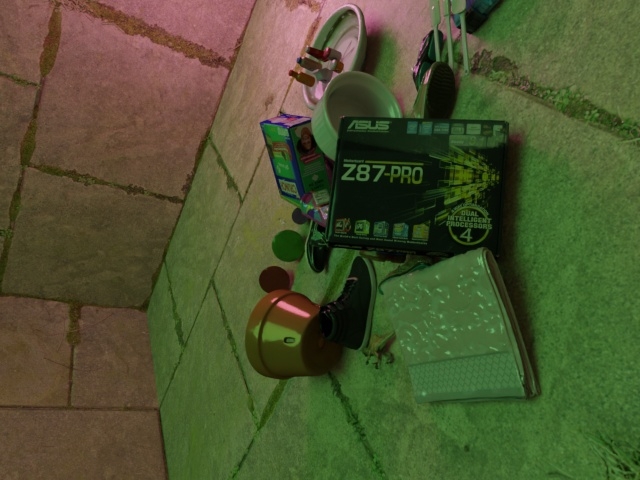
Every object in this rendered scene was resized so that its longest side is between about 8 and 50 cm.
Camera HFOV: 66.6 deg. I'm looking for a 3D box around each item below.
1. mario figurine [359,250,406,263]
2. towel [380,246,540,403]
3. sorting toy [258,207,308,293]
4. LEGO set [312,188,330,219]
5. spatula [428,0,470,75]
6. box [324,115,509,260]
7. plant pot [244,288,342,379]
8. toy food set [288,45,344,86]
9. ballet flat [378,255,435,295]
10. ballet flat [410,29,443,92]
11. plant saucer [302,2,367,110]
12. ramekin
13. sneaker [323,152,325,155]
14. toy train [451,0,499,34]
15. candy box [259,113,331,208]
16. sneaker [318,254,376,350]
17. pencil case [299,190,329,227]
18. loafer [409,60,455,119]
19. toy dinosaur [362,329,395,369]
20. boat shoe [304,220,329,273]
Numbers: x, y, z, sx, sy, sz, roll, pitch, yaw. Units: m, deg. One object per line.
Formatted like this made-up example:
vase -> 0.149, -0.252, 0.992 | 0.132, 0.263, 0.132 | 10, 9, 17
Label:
mario figurine -> 0.182, -0.105, 1.323 | 0.170, 0.198, 0.320 | 11, 93, 24
towel -> 0.291, 0.207, 1.103 | 0.332, 0.053, 0.316 | -28, 75, 51
sorting toy -> -0.132, 0.034, 1.937 | 0.126, 0.127, 0.365 | -81, 13, -80
LEGO set -> 0.088, -0.104, 1.543 | 0.244, 0.183, 0.060 | -112, 6, -56
spatula -> 0.347, -0.557, 1.313 | 0.168, 0.019, 0.242 | -161, 61, -65
box -> 0.225, -0.125, 1.153 | 0.097, 0.395, 0.318 | 46, -129, -73
plant pot -> -0.065, 0.311, 1.549 | 0.203, 0.291, 0.290 | 4, 82, 42
toy food set -> -0.016, -0.638, 1.763 | 0.232, 0.105, 0.111 | 11, 89, 59
ballet flat -> 0.237, 0.090, 1.330 | 0.206, 0.073, 0.067 | -35, 23, 45
ballet flat -> 0.304, -0.516, 1.425 | 0.074, 0.074, 0.203 | 7, 79, 59
plant saucer -> 0.071, -0.670, 1.833 | 0.400, 0.101, 0.400 | -29, 55, 52
ramekin -> 0.106, -0.364, 1.506 | 0.135, 0.277, 0.277 | -29, 55, 60
sneaker -> 0.020, -0.390, 1.735 | 0.319, 0.131, 0.112 | -17, 67, 54
toy train -> 0.420, -0.640, 1.277 | 0.184, 0.080, 0.105 | -40, 54, 46
candy box -> -0.089, -0.288, 1.792 | 0.268, 0.122, 0.317 | 30, 140, 58
sneaker -> 0.077, 0.176, 1.465 | 0.104, 0.147, 0.295 | -17, 64, 58
pencil case -> 0.032, -0.083, 1.621 | 0.236, 0.104, 0.104 | 33, 108, 41
loafer -> 0.296, -0.356, 1.345 | 0.092, 0.102, 0.268 | 17, 97, 62
toy dinosaur -> 0.164, 0.301, 1.367 | 0.183, 0.053, 0.092 | -47, 41, 41
boat shoe -> 0.000, 0.000, 1.717 | 0.079, 0.084, 0.233 | -17, 62, 56
